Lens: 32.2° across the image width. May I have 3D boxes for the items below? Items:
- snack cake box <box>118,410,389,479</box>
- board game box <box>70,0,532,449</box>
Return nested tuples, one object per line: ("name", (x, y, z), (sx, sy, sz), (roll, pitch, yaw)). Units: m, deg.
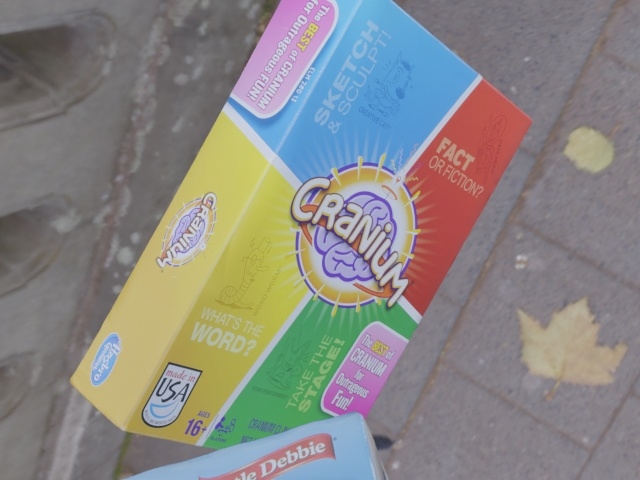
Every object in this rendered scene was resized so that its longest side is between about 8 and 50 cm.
("snack cake box", (-0.084, 0.174, 0.402), (0.264, 0.089, 0.152), (-18, 131, 4))
("board game box", (0.000, 0.000, 0.783), (0.064, 0.242, 0.317), (32, 94, 39))
